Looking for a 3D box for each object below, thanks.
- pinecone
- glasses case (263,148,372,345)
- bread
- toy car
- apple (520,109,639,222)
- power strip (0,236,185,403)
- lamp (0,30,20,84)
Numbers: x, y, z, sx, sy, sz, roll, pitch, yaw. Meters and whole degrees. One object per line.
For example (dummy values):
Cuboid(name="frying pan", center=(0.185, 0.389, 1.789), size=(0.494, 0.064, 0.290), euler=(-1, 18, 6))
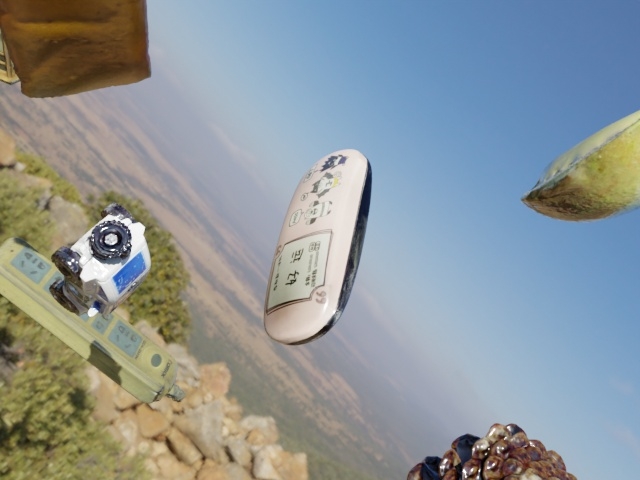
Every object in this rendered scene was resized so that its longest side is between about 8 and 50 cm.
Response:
Cuboid(name="pinecone", center=(0.185, 0.357, 0.835), size=(0.246, 0.246, 0.292), euler=(49, -37, 8))
Cuboid(name="glasses case", center=(0.000, 0.000, 0.966), size=(0.075, 0.122, 0.314), euler=(40, 47, -32))
Cuboid(name="bread", center=(-0.227, -0.264, 0.626), size=(0.361, 0.138, 0.077), euler=(114, -39, -63))
Cuboid(name="toy car", center=(-0.213, 0.027, 0.705), size=(0.070, 0.080, 0.170), euler=(43, -30, -2))
Cuboid(name="apple", center=(0.379, -0.083, 0.957), size=(0.120, 0.193, 0.265), euler=(58, -29, 6))
Cuboid(name="power strip", center=(-0.366, 0.142, 1.155), size=(0.387, 0.066, 0.092), euler=(43, 25, -17))
Cuboid(name="lamp", center=(-0.361, -0.342, 0.792), size=(0.090, 0.089, 0.325), euler=(23, -50, 16))
